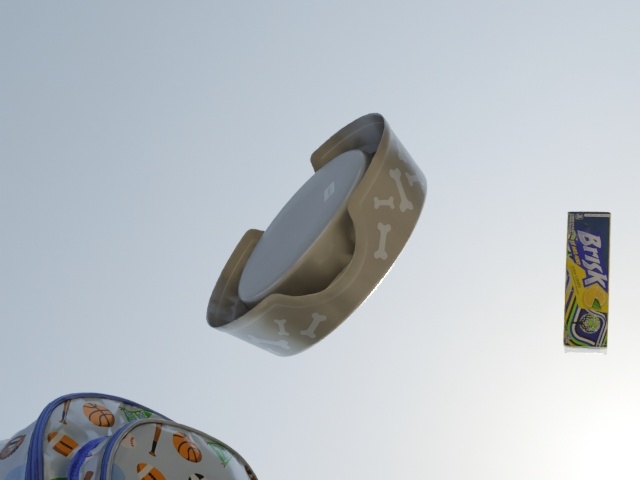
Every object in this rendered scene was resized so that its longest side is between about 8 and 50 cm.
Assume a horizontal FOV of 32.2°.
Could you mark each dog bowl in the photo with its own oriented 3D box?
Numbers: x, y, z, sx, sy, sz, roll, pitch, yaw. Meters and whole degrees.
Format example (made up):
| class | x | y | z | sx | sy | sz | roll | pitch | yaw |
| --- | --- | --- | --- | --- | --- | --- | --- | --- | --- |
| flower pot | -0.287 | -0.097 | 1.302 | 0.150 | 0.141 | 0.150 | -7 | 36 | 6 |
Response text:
| class | x | y | z | sx | sy | sz | roll | pitch | yaw |
| --- | --- | --- | --- | --- | --- | --- | --- | --- | --- |
| dog bowl | 0.000 | 0.000 | 1.435 | 0.102 | 0.349 | 0.348 | 39 | -93 | -16 |

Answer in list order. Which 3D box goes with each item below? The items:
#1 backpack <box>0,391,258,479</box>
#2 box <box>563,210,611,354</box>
| class | x | y | z | sx | sy | sz | roll | pitch | yaw |
| --- | --- | --- | --- | --- | --- | --- | --- | --- | --- |
| backpack | -0.161 | 0.250 | 0.870 | 0.213 | 0.263 | 0.276 | -37 | -41 | 14 |
| box | 0.326 | 0.052 | 1.353 | 0.059 | 0.054 | 0.168 | 47 | -134 | -70 |
